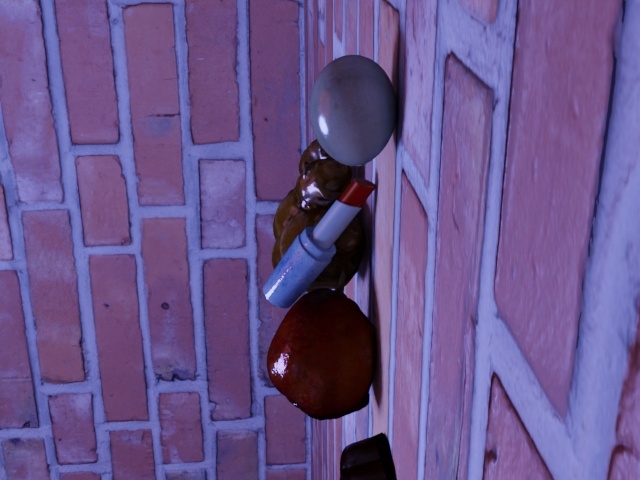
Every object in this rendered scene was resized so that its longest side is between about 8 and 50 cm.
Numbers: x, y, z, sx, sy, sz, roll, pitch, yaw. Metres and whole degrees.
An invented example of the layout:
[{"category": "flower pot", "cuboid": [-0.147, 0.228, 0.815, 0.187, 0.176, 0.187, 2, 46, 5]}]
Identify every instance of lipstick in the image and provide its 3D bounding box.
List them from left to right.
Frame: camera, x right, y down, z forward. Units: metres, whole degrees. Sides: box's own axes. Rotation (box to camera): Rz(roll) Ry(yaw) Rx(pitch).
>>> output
[{"category": "lipstick", "cuboid": [0.000, 0.000, 1.400, 0.274, 0.061, 0.068, -52, 55, 29]}]

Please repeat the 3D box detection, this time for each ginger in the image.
[{"category": "ginger", "cuboid": [0.004, -0.036, 1.592, 0.357, 0.153, 0.274, -103, 31, -66]}]

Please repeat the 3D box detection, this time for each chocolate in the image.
[{"category": "chocolate", "cuboid": [0.067, 0.372, 1.323, 0.148, 0.080, 0.125, -102, 11, -59]}]

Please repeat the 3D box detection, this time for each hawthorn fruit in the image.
[{"category": "hawthorn fruit", "cuboid": [0.015, 0.175, 1.440, 0.189, 0.190, 0.251, -110, 37, -77]}]

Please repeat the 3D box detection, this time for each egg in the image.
[{"category": "egg", "cuboid": [0.042, -0.167, 1.122, 0.114, 0.114, 0.152, -98, 3, -57]}]
